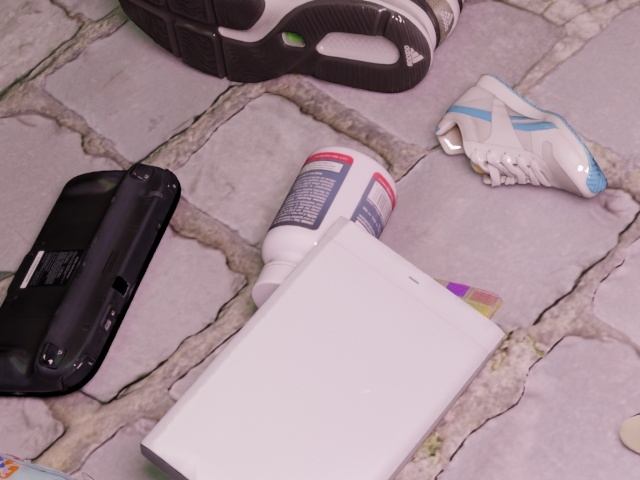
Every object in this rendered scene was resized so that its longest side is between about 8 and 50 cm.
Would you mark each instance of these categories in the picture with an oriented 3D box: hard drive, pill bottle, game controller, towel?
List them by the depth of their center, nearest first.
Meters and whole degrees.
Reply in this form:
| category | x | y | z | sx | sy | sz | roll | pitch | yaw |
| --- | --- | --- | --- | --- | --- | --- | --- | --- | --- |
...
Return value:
| category | x | y | z | sx | sy | sz | roll | pitch | yaw |
| --- | --- | --- | --- | --- | --- | --- | --- | --- | --- |
| hard drive | 0.005 | 0.145 | 1.668 | 0.203 | 0.040 | 0.307 | 36 | 67 | 13 |
| towel | 0.135 | 0.069 | 1.760 | 0.083 | 0.009 | 0.060 | 15 | 58 | 36 |
| pill bottle | 0.000 | 0.000 | 1.817 | 0.108 | 0.108 | 0.180 | 7 | 52 | 30 |
| game controller | -0.271 | 0.040 | 1.950 | 0.166 | 0.067 | 0.319 | -10 | 43 | 37 |

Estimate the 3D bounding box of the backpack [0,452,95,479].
| category | x | y | z | sx | sy | sz | roll | pitch | yaw |
| --- | --- | --- | --- | --- | --- | --- | --- | --- | --- |
| backpack | -0.252 | 0.319 | 1.583 | 0.254 | 0.191 | 0.225 | 13 | 54 | 27 |

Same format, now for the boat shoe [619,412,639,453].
| category | x | y | z | sx | sy | sz | roll | pitch | yaw |
| --- | --- | --- | --- | --- | --- | --- | --- | --- | --- |
| boat shoe | 0.333 | 0.165 | 1.556 | 0.133 | 0.049 | 0.042 | -9 | 18 | 27 |

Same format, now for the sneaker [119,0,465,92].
| category | x | y | z | sx | sy | sz | roll | pitch | yaw |
| --- | --- | --- | --- | --- | --- | --- | --- | --- | --- |
| sneaker | -0.018 | -0.323 | 2.125 | 0.448 | 0.169 | 0.257 | 15 | 48 | 25 |

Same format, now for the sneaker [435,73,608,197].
| category | x | y | z | sx | sy | sz | roll | pitch | yaw |
| --- | --- | --- | --- | --- | --- | --- | --- | --- | --- |
| sneaker | 0.212 | -0.091 | 1.833 | 0.092 | 0.087 | 0.229 | -43 | 39 | -7 |
